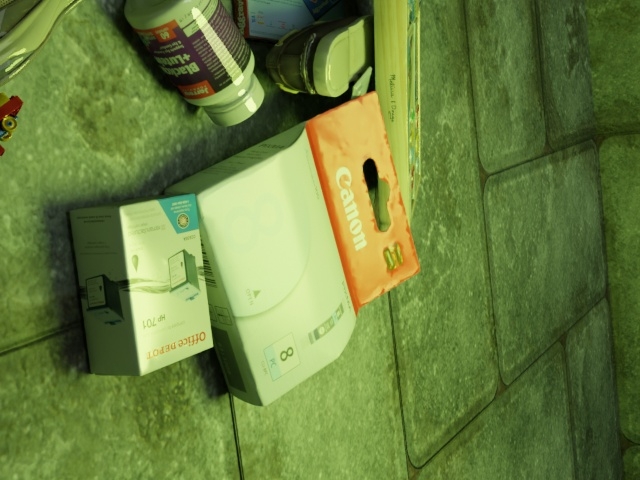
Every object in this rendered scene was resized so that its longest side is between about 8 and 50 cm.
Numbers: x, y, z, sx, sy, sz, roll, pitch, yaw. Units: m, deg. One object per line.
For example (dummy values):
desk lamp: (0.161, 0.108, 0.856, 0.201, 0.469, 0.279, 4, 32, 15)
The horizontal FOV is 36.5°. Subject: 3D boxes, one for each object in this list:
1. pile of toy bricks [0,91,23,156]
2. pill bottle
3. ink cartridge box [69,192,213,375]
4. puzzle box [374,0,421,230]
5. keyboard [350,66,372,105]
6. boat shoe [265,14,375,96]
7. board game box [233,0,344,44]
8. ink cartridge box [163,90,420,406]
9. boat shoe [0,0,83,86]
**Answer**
pile of toy bricks: (-0.374, -0.076, 0.846, 0.105, 0.118, 0.212, 49, 59, -8)
pill bottle: (-0.149, -0.236, 1.204, 0.193, 0.108, 0.108, 56, 44, -42)
ink cartridge box: (-0.204, 0.048, 1.122, 0.139, 0.082, 0.191, -18, 102, -58)
puzzle box: (0.130, -0.249, 1.583, 0.272, 0.052, 0.409, -68, 157, -65)
keyboard: (0.042, -0.143, 1.499, 0.072, 0.014, 0.256, -64, 169, -50)
boat shoe: (0.017, -0.276, 1.448, 0.324, 0.096, 0.117, -42, 137, -65)
board game box: (-0.043, -0.367, 1.468, 0.281, 0.027, 0.145, -10, 100, -59)
ink cartridge box: (0.000, 0.000, 1.339, 0.385, 0.091, 0.308, -29, 115, -32)
boat shoe: (-0.288, -0.289, 0.952, 0.130, 0.132, 0.355, 61, 39, -38)
